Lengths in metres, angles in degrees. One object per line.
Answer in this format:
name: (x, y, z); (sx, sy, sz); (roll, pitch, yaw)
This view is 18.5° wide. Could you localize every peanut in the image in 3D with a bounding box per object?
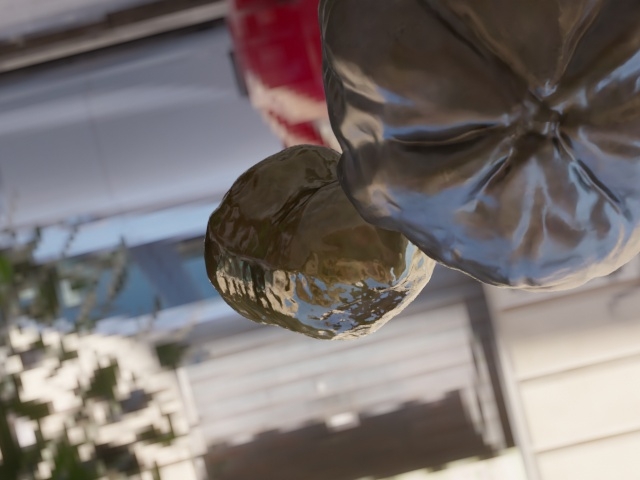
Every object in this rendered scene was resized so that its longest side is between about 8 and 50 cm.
peanut: (0.000, 0.000, 1.209); (0.120, 0.110, 0.236); (-53, -165, -14)

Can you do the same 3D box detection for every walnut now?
walnut: (0.095, -0.082, 0.951); (0.224, 0.224, 0.224); (-14, -175, 1)
